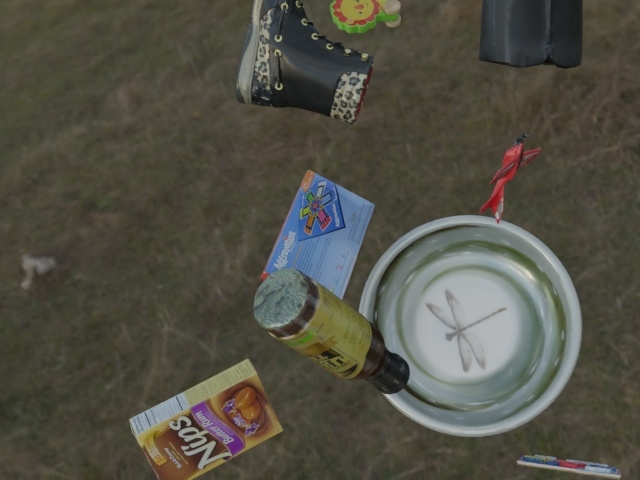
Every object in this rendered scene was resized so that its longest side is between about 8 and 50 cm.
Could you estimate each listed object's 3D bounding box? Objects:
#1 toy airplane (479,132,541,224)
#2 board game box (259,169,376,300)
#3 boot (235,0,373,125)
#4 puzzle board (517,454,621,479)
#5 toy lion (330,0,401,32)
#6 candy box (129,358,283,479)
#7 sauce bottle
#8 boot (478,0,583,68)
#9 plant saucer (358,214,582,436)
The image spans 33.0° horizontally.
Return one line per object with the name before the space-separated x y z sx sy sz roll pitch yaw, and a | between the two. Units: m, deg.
toy airplane | 0.277 -0.094 1.605 0.028 0.151 0.151 30 51 25
board game box | 0.000 0.000 1.904 0.027 0.145 0.281 -55 9 44
boot | -0.007 -0.283 1.478 0.178 0.236 0.085 16 8 6
puzzle board | 0.322 0.290 1.395 0.128 0.011 0.096 6 -5 16
toy lion | 0.061 -0.327 1.486 0.096 0.034 0.100 -4 58 2
candy box | -0.158 0.258 1.503 0.186 0.109 0.053 -27 27 -9
sauce bottle | 0.032 0.160 1.748 0.111 0.344 0.111 -21 52 29
boot | 0.475 -0.543 2.014 0.367 0.445 0.146 -2 5 -16
plant saucer | 0.270 0.157 1.975 0.400 0.400 0.100 -20 -11 1
